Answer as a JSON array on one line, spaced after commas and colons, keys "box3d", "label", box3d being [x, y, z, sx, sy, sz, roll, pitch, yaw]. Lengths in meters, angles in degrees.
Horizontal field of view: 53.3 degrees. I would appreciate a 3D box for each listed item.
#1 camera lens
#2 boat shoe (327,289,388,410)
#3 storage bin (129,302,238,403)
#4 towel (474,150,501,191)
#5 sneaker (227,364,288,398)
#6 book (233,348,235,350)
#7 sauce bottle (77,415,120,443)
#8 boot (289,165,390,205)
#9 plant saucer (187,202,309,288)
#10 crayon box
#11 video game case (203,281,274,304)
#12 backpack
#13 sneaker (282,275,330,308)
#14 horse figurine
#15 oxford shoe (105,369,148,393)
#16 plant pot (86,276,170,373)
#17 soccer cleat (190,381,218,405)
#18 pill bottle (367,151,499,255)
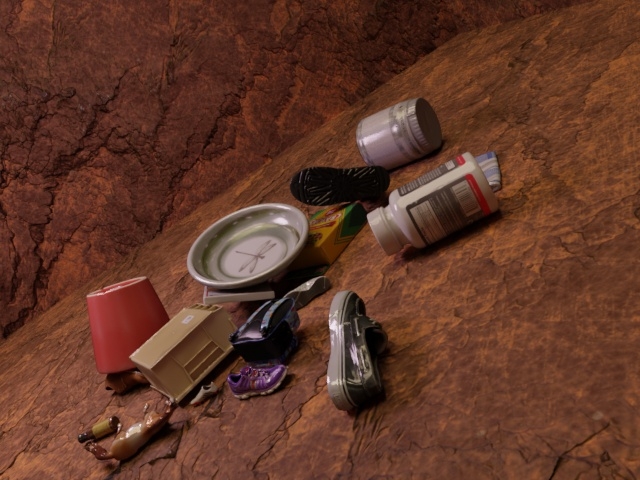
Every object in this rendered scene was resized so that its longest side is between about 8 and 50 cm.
[{"box3d": [0.287, -0.392, 2.390, 0.274, 0.219, 0.219, -19, 23, 34], "label": "camera lens"}, {"box3d": [0.090, 0.224, 1.368, 0.119, 0.121, 0.335, -18, 33, 15], "label": "boat shoe"}, {"box3d": [-0.382, 0.304, 1.809, 0.260, 0.123, 0.262, -43, 16, -24], "label": "storage bin"}, {"box3d": [0.437, -0.180, 1.921, 0.209, 0.034, 0.285, -23, 21, 23], "label": "towel"}, {"box3d": [-0.153, 0.328, 1.518, 0.170, 0.071, 0.068, -23, 21, 24], "label": "sneaker"}, {"box3d": [-0.179, 0.264, 1.783, 0.144, 0.035, 0.096, -18, 22, 44], "label": "book"}, {"box3d": [-0.621, 0.532, 1.783, 0.128, 0.042, 0.042, -27, 20, 16], "label": "sauce bottle"}, {"box3d": [0.057, -0.190, 2.209, 0.348, 0.131, 0.260, -2, 5, -8], "label": "boot"}, {"box3d": [-0.215, 0.036, 2.001, 0.400, 0.100, 0.400, -13, 36, 9], "label": "plant saucer"}, {"box3d": [0.000, 0.000, 2.079, 0.202, 0.081, 0.318, -13, 27, 43], "label": "crayon box"}, {"box3d": [-0.254, 0.153, 1.961, 0.204, 0.025, 0.285, -5, 5, -9], "label": "video game case"}, {"box3d": [-0.124, 0.231, 1.641, 0.158, 0.117, 0.173, -16, 25, 40], "label": "backpack"}, {"box3d": [-0.043, 0.150, 1.832, 0.152, 0.054, 0.061, -28, 9, -6], "label": "sneaker"}, {"box3d": [-0.471, 0.487, 1.628, 0.263, 0.066, 0.174, -35, 14, -12], "label": "horse figurine"}, {"box3d": [-0.592, 0.437, 1.963, 0.212, 0.076, 0.076, -13, 55, 42], "label": "oxford shoe"}, {"box3d": [-0.608, 0.257, 2.022, 0.275, 0.243, 0.275, -17, 6, 2], "label": "plant pot"}, {"box3d": [-0.302, 0.393, 1.638, 0.083, 0.035, 0.029, -30, 19, 6], "label": "soccer cleat"}, {"box3d": [0.292, -0.086, 1.692, 0.318, 0.176, 0.176, -28, 19, 12], "label": "pill bottle"}]
